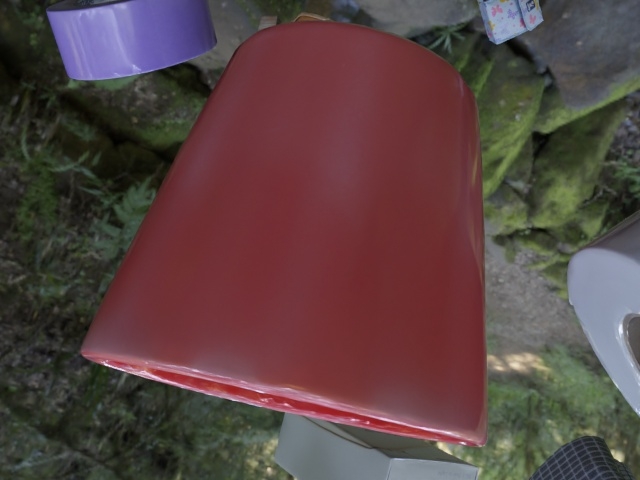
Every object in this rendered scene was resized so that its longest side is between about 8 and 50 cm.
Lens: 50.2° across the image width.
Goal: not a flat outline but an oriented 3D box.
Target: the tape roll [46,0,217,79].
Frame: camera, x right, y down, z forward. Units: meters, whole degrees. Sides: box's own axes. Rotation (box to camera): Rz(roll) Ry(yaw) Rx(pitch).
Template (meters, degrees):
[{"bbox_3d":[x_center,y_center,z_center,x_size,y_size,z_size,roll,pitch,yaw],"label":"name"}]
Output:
[{"bbox_3d":[-0.226,-0.262,0.833,0.188,0.189,0.080,9,123,31],"label":"tape roll"}]

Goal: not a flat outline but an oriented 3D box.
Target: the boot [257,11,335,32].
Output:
[{"bbox_3d":[-0.054,-0.413,1.499,0.197,0.153,0.073,5,179,26],"label":"boot"}]

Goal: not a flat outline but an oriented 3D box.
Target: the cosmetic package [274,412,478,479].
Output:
[{"bbox_3d":[0.070,0.339,1.033,0.160,0.113,0.309,16,174,-29],"label":"cosmetic package"}]

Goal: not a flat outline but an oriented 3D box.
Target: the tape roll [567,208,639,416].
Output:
[{"bbox_3d":[0.321,0.062,0.478,0.246,0.169,0.246,58,177,4],"label":"tape roll"}]

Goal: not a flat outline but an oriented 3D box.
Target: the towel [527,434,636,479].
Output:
[{"bbox_3d":[0.354,0.442,1.024,0.121,0.284,0.235,45,-169,1],"label":"towel"}]

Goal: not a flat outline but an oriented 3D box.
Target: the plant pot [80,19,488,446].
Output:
[{"bbox_3d":[0.000,0.000,0.496,0.274,0.243,0.275,11,163,3],"label":"plant pot"}]

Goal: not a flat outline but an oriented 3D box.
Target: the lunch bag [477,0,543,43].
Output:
[{"bbox_3d":[0.290,-0.348,1.034,0.053,0.083,0.071,-106,-7,-64],"label":"lunch bag"}]
